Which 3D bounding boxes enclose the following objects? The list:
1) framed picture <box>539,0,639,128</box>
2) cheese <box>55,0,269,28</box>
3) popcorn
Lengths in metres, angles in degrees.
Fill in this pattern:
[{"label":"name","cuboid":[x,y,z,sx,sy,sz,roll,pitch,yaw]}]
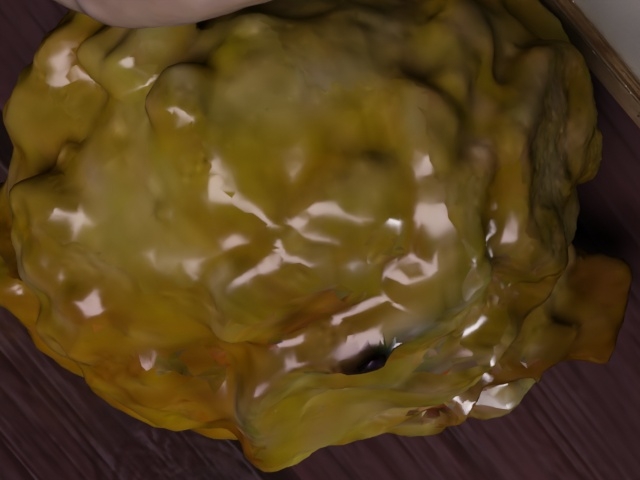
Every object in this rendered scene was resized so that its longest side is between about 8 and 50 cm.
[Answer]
[{"label":"framed picture","cuboid":[0.166,-0.111,0.695,0.136,0.010,0.201,46,137,-17]},{"label":"cheese","cuboid":[-0.036,-0.159,0.664,0.235,0.218,0.117,-16,117,4]},{"label":"popcorn","cuboid":[0.000,0.000,0.745,0.266,0.192,0.233,25,125,-24]}]
